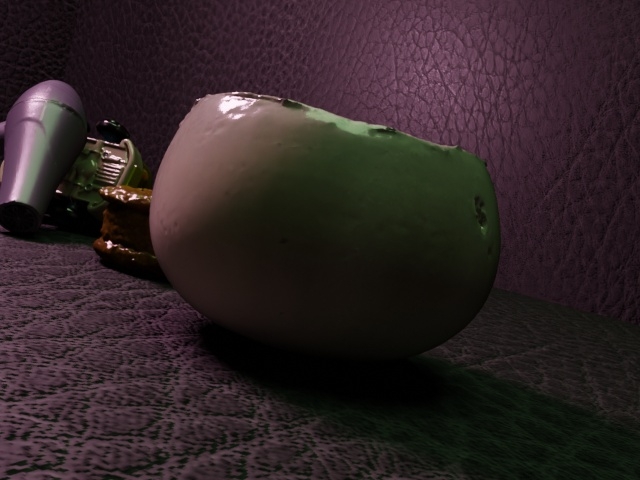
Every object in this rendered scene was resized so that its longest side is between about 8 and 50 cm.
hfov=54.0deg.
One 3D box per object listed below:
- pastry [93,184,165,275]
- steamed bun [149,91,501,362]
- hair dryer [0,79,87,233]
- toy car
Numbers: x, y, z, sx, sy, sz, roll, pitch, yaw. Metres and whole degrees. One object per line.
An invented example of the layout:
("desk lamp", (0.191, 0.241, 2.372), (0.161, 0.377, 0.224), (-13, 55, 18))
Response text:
("pastry", (-0.207, -0.009, 0.845), (0.188, 0.103, 0.189), (13, 3, -1))
("steamed bun", (0.000, 0.000, 0.590), (0.324, 0.206, 0.324), (15, 1, 0))
("hair dryer", (-0.550, -0.116, 0.970), (0.361, 0.121, 0.301), (-10, 46, 3))
("toy car", (-0.424, -0.097, 1.147), (0.248, 0.204, 0.198), (15, -21, 14))
